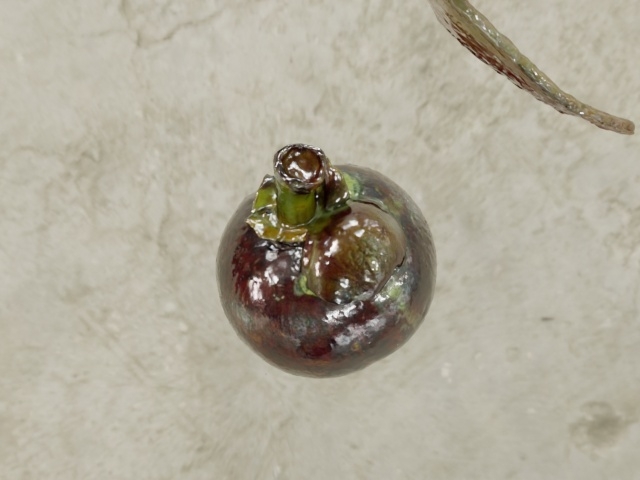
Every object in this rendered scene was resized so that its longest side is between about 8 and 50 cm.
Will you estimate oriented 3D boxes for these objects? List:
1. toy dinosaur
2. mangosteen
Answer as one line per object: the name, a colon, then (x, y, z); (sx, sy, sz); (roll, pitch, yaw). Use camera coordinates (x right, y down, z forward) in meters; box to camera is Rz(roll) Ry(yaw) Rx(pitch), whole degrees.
toy dinosaur: (0.100, -0.236, 0.447); (0.112, 0.207, 0.328); (2, 69, 7)
mangosteen: (0.000, 0.000, 0.965); (0.231, 0.289, 0.231); (-6, 46, 6)
